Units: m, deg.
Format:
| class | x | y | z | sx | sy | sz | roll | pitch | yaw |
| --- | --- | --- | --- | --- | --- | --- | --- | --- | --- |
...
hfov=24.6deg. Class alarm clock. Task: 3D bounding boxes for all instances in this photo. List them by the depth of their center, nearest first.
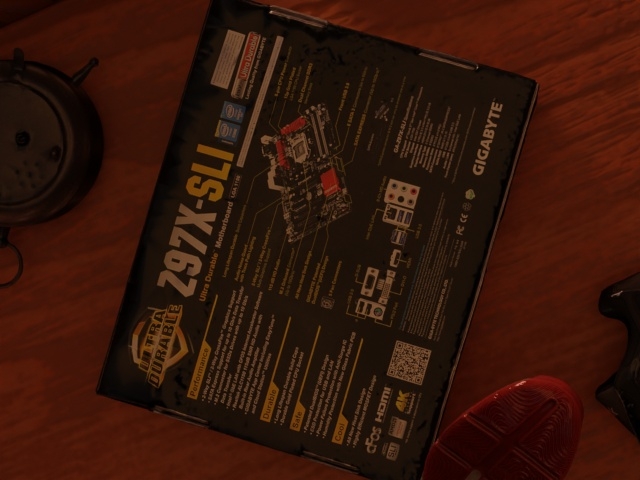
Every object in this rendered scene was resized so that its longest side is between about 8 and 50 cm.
| class | x | y | z | sx | sy | sz | roll | pitch | yaw |
| --- | --- | --- | --- | --- | --- | --- | --- | --- | --- |
| alarm clock | -0.241 | -0.056 | 1.142 | 0.129 | 0.064 | 0.192 | 9 | 98 | 3 |

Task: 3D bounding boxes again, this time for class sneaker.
| class | x | y | z | sx | sy | sz | roll | pitch | yaw |
| --- | --- | --- | --- | --- | --- | --- | --- | --- | --- |
| sneaker | 0.126 | 0.158 | 1.056 | 0.087 | 0.128 | 0.221 | 40 | 123 | 7 |
| sneaker | 0.261 | 0.128 | 1.083 | 0.106 | 0.078 | 0.234 | -13 | 84 | 8 |

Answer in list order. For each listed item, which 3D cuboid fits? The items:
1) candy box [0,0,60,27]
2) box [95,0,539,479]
| class | x | y | z | sx | sy | sz | roll | pitch | yaw |
| --- | --- | --- | --- | --- | --- | --- | --- | --- | --- |
| candy box | -0.252 | -0.220 | 1.087 | 0.316 | 0.183 | 0.088 | -22 | 87 | 5 |
| box | 0.000 | 0.000 | 1.111 | 0.257 | 0.079 | 0.322 | 16 | 90 | 8 |
